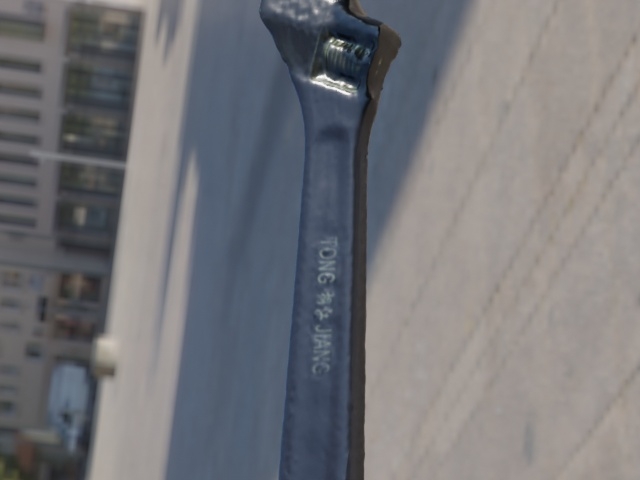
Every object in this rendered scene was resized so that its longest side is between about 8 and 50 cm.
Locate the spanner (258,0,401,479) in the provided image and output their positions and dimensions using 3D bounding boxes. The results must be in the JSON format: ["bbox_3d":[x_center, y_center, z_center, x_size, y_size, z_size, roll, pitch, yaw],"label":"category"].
[{"bbox_3d":[0.000,0.000,0.501,0.012,0.046,0.208,29,-120,-62],"label":"spanner"}]
